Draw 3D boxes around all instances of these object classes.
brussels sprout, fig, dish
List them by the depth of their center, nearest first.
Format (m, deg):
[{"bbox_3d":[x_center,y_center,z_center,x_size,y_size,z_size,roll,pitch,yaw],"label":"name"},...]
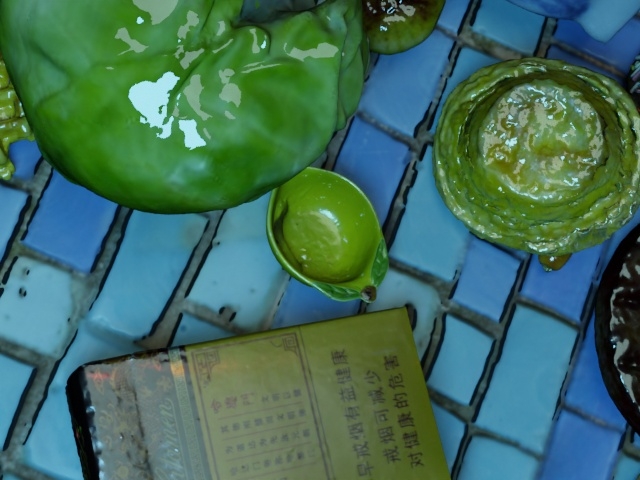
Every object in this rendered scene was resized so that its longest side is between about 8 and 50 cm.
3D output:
[{"bbox_3d":[-0.174,-0.206,1.338,0.425,0.342,0.361,31,73,-2],"label":"brussels sprout"},{"bbox_3d":[0.000,0.000,1.465,0.148,0.080,0.208,-28,82,-23],"label":"dish"},{"bbox_3d":[0.100,-0.322,1.553,0.153,0.121,0.136,-22,86,-19],"label":"fig"}]

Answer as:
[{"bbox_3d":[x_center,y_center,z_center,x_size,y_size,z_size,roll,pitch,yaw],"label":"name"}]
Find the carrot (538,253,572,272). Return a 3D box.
[{"bbox_3d":[0.372,-0.061,1.575,0.043,0.043,0.248,35,82,-3],"label":"carrot"}]

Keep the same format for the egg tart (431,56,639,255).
[{"bbox_3d":[0.288,-0.121,1.509,0.293,0.123,0.294,-2,80,10],"label":"egg tart"}]

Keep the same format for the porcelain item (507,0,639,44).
[{"bbox_3d":[0.278,-0.451,1.572,0.405,0.242,0.178,35,45,-5],"label":"porcelain item"}]

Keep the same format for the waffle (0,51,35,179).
[{"bbox_3d":[-0.470,-0.173,1.397,0.259,0.069,0.293,35,71,-2],"label":"waffle"}]

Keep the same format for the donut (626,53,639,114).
[{"bbox_3d":[0.564,-0.197,1.643,0.269,0.103,0.270,6,71,-18],"label":"donut"}]

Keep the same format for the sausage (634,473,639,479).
[{"bbox_3d":[0.556,0.388,1.488,0.328,0.112,0.112,23,71,-7],"label":"sausage"}]

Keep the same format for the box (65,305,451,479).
[{"bbox_3d":[-0.071,0.241,1.355,0.415,0.116,0.265,-10,79,-19],"label":"box"}]

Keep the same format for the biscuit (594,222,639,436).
[{"bbox_3d":[0.564,0.132,1.571,0.407,0.091,0.408,3,76,-11],"label":"biscuit"}]
